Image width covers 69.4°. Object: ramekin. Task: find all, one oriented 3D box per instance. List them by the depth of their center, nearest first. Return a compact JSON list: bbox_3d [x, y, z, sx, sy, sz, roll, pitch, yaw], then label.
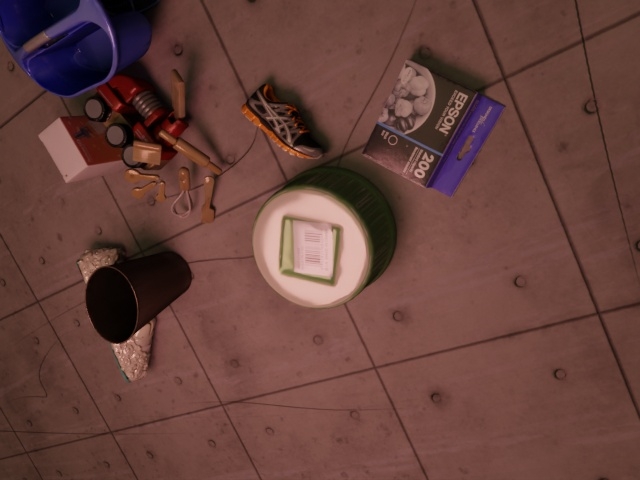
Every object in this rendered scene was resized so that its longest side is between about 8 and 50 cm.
[{"bbox_3d":[0.000,0.000,1.005,0.304,0.148,0.302,6,108,19],"label":"ramekin"}]

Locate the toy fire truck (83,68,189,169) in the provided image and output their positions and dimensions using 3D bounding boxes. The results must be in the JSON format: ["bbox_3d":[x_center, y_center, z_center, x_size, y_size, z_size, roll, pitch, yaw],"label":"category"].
[{"bbox_3d":[-0.398,-0.311,1.073,0.246,0.158,0.217,-39,90,15],"label":"toy fire truck"}]

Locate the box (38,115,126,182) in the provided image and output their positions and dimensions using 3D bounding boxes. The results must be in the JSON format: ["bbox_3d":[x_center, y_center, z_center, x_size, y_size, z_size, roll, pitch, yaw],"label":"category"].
[{"bbox_3d":[-0.563,-0.230,1.137,0.091,0.170,0.130,-25,97,26],"label":"box"}]

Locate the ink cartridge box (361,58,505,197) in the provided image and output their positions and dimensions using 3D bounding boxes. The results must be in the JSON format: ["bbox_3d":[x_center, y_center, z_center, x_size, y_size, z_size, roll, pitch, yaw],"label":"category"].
[{"bbox_3d":[0.216,-0.215,0.914,0.208,0.045,0.206,29,114,9],"label":"ink cartridge box"}]

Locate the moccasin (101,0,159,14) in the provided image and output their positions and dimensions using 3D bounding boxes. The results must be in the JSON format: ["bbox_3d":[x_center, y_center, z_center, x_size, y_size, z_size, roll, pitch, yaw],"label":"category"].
[{"bbox_3d":[-0.363,-0.604,0.973,0.342,0.117,0.137,-24,97,26],"label":"moccasin"}]

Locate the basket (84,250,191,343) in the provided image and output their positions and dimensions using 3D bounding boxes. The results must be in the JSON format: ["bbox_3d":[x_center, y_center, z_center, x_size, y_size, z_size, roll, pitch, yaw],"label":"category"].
[{"bbox_3d":[-0.446,0.122,1.171,0.154,0.227,0.204,21,112,14],"label":"basket"}]

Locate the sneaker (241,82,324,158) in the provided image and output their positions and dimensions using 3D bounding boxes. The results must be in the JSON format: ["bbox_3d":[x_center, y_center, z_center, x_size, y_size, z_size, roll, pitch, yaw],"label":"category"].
[{"bbox_3d":[-0.074,-0.252,0.993,0.215,0.084,0.083,40,111,7],"label":"sneaker"}]

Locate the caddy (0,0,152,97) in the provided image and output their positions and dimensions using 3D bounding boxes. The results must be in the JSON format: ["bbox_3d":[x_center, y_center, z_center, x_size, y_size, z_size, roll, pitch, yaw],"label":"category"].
[{"bbox_3d":[-0.530,-0.442,0.966,0.342,0.179,0.241,-6,126,34],"label":"caddy"}]

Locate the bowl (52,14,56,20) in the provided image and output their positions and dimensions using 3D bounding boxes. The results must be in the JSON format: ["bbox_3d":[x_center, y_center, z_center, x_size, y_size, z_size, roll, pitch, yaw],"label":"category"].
[{"bbox_3d":[-0.724,-0.684,1.109,0.392,0.077,0.390,6,109,19],"label":"bowl"}]

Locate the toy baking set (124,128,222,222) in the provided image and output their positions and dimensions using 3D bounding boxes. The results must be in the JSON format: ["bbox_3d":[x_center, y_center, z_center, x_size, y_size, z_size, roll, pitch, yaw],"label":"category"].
[{"bbox_3d":[-0.335,-0.145,1.096,0.256,0.030,0.197,30,121,-30],"label":"toy baking set"}]

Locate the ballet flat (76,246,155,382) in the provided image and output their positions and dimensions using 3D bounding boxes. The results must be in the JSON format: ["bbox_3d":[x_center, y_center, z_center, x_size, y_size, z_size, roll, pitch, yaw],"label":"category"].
[{"bbox_3d":[-0.545,0.205,1.296,0.147,0.147,0.408,-13,102,24],"label":"ballet flat"}]
